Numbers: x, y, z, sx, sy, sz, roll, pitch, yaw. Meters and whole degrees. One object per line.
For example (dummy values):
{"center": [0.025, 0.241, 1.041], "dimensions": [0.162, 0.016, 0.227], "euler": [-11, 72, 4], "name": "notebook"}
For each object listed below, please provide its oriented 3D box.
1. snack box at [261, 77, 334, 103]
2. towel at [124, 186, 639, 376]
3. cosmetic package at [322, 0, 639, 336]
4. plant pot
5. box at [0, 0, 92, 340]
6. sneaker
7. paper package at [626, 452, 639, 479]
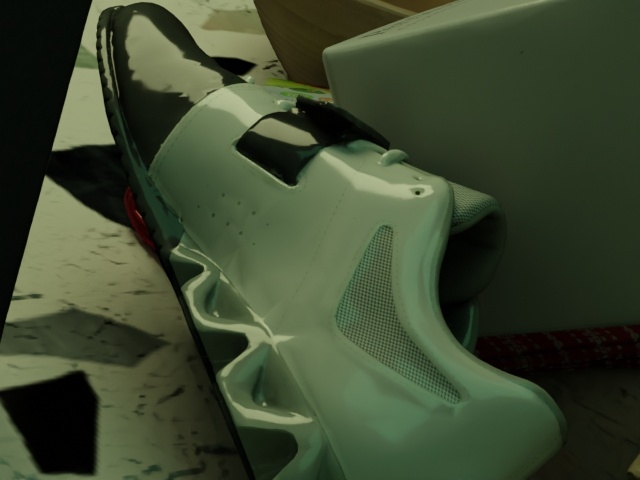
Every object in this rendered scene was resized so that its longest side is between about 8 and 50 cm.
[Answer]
{"center": [0.007, -0.061, 0.991], "dimensions": [0.100, 0.037, 0.141], "euler": [9, 14, 5], "name": "snack box"}
{"center": [0.051, 0.019, 0.928], "dimensions": [0.275, 0.031, 0.199], "euler": [-3, 32, -39], "name": "towel"}
{"center": [0.217, -0.067, 0.753], "dimensions": [0.385, 0.156, 0.217], "euler": [-7, 13, 42], "name": "cosmetic package"}
{"center": [0.048, -0.140, 1.132], "dimensions": [0.237, 0.109, 0.237], "euler": [16, 27, -8], "name": "plant pot"}
{"center": [-0.249, -0.133, 0.722], "dimensions": [0.183, 0.296, 0.294], "euler": [-9, 38, -43], "name": "box"}
{"center": [0.000, 0.000, 0.761], "dimensions": [0.146, 0.122, 0.330], "euler": [-24, 53, -5], "name": "sneaker"}
{"center": [0.321, 0.093, 0.649], "dimensions": [0.325, 0.168, 0.309], "euler": [-11, 11, 30], "name": "paper package"}
